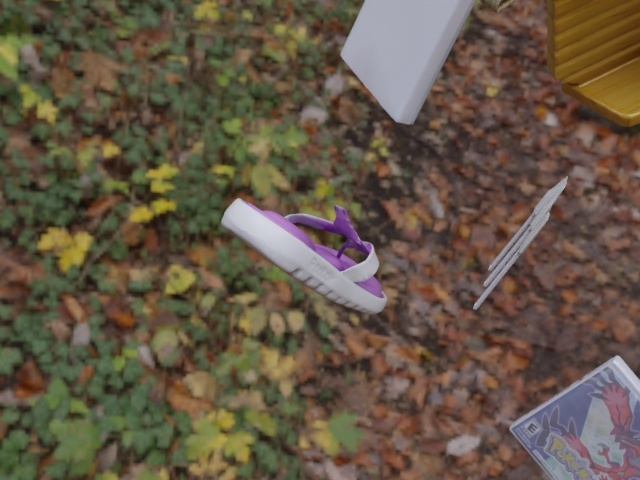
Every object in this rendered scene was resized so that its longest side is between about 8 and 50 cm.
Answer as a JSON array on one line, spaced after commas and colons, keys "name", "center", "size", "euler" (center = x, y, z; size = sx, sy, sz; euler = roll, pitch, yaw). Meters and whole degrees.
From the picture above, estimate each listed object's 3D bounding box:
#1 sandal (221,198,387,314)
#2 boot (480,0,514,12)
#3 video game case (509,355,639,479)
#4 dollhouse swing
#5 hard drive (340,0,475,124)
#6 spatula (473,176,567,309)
[{"name": "sandal", "center": [0.012, 0.009, 1.438], "size": [0.169, 0.102, 0.416], "euler": [36, 3, 18]}, {"name": "boot", "center": [0.321, -0.544, 2.029], "size": [0.203, 0.095, 0.262], "euler": [35, 70, 20]}, {"name": "video game case", "center": [0.361, 0.265, 1.374], "size": [0.201, 0.183, 0.023], "euler": [51, 36, 5]}, {"name": "dollhouse swing", "center": [0.520, -0.255, 1.506], "size": [0.315, 0.347, 0.305], "euler": [-26, 61, -3]}, {"name": "hard drive", "center": [0.164, -0.403, 1.853], "size": [0.047, 0.353, 0.233], "euler": [6, 34, -34]}, {"name": "spatula", "center": [0.340, 0.007, 1.901], "size": [0.019, 0.242, 0.168], "euler": [31, 38, 0]}]
